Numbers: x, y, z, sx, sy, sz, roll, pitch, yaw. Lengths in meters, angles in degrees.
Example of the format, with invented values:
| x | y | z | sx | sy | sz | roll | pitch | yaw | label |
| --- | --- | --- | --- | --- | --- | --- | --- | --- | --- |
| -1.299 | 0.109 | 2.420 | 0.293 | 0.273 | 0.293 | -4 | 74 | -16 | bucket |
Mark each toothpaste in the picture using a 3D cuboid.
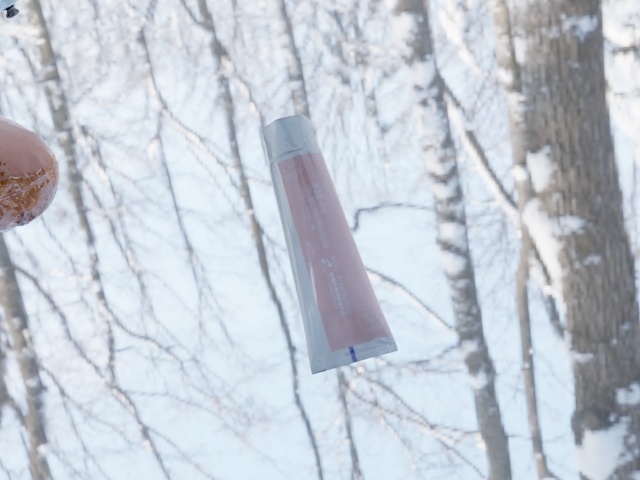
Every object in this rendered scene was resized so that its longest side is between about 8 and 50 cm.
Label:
| x | y | z | sx | sy | sz | roll | pitch | yaw | label |
| --- | --- | --- | --- | --- | --- | --- | --- | --- | --- |
| 0.000 | 0.000 | 0.832 | 0.067 | 0.194 | 0.043 | -15 | 167 | -3 | toothpaste |

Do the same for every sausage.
| x | y | z | sx | sy | sz | roll | pitch | yaw | label |
| --- | --- | --- | --- | --- | --- | --- | --- | --- | --- |
| -0.405 | -0.092 | 1.161 | 0.258 | 0.133 | 0.133 | 18 | -151 | 2 | sausage |

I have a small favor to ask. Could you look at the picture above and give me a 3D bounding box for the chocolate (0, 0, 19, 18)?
| x | y | z | sx | sy | sz | roll | pitch | yaw | label |
| --- | --- | --- | --- | --- | --- | --- | --- | --- | --- |
| -0.242 | -0.221 | 0.749 | 0.156 | 0.133 | 0.156 | -9 | 172 | -1 | chocolate |
